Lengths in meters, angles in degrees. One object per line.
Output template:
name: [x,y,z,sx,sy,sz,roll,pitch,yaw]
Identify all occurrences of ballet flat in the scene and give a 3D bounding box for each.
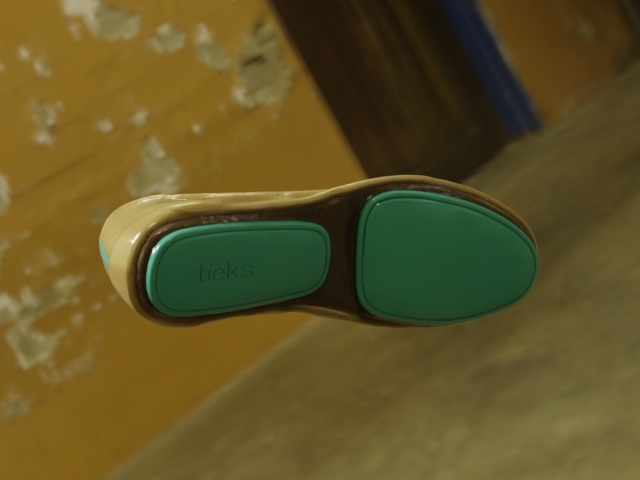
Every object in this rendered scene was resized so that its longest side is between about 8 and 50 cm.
ballet flat: [0.000,0.000,0.864,0.232,0.080,0.073,2,14,-30]
